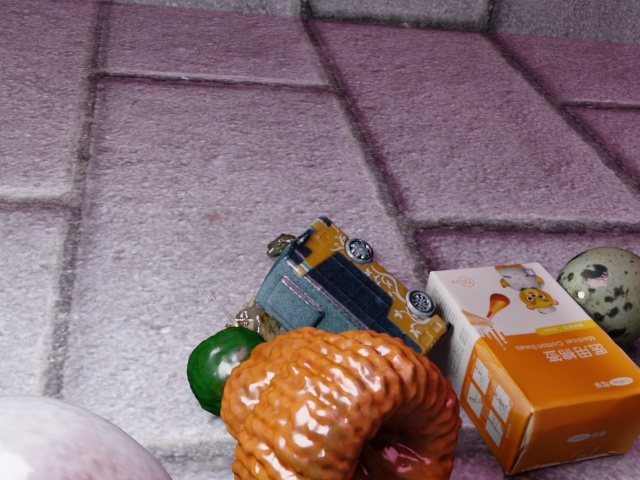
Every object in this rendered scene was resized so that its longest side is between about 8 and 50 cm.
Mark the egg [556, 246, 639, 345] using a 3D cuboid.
[{"bbox_3d":[0.495,0.098,1.473,0.228,0.177,0.177,4,26,-49],"label":"egg"}]

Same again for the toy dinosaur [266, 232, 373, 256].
[{"bbox_3d":[0.000,0.000,1.603,0.187,0.087,0.179,21,35,16],"label":"toy dinosaur"}]

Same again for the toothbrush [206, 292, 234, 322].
[{"bbox_3d":[-0.169,0.119,1.445,0.008,0.006,0.097,-23,43,-28],"label":"toothbrush"}]

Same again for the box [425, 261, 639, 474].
[{"bbox_3d":[0.325,0.190,1.331,0.225,0.143,0.341,-4,33,-20],"label":"box"}]

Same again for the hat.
[{"bbox_3d":[-0.007,0.221,1.135,0.286,0.285,0.400,-7,20,-25],"label":"hat"}]

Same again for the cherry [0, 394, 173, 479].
[{"bbox_3d":[-0.302,0.312,0.874,0.335,0.291,0.326,7,16,-41],"label":"cherry"}]

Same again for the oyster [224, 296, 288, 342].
[{"bbox_3d":[-0.059,0.129,1.394,0.128,0.078,0.345,47,46,15],"label":"oyster"}]

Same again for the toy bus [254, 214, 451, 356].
[{"bbox_3d":[0.044,0.108,1.321,0.275,0.138,0.167,42,42,7],"label":"toy bus"}]
